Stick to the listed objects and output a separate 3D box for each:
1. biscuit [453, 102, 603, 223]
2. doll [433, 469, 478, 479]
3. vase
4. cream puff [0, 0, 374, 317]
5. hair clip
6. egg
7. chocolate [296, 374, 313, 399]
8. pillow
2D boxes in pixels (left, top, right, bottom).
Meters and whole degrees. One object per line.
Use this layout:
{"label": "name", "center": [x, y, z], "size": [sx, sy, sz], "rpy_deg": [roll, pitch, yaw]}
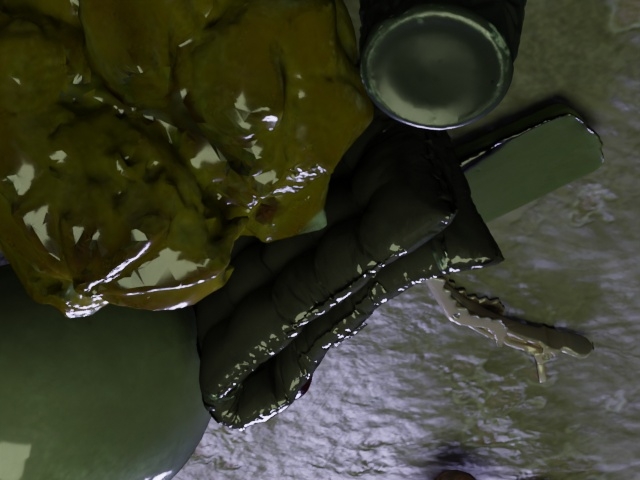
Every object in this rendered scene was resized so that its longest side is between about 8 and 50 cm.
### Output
{"label": "biscuit", "center": [0.114, -0.041, 1.432], "size": [0.322, 0.038, 0.099], "rpy_deg": [-26, 133, 18]}
{"label": "doll", "center": [0.206, 0.375, 1.790], "size": [0.303, 0.156, 0.201], "rpy_deg": [17, 90, -43]}
{"label": "vase", "center": [0.079, -0.211, 1.106], "size": [0.251, 0.301, 0.156], "rpy_deg": [17, 130, -8]}
{"label": "cream puff", "center": [-0.145, -0.098, 1.169], "size": [0.378, 0.275, 0.378], "rpy_deg": [3, 125, 4]}
{"label": "hair clip", "center": [0.178, 0.087, 1.561], "size": [0.226, 0.034, 0.072], "rpy_deg": [26, 127, -25]}
{"label": "egg", "center": [-0.259, 0.146, 1.410], "size": [0.352, 0.258, 0.258], "rpy_deg": [-17, 143, -35]}
{"label": "chocolate", "center": [-0.076, 0.117, 1.538], "size": [0.125, 0.080, 0.148], "rpy_deg": [-24, 132, 17]}
{"label": "pillow", "center": [0.000, 0.000, 1.331], "size": [0.326, 0.228, 0.101], "rpy_deg": [-38, 131, 26]}
